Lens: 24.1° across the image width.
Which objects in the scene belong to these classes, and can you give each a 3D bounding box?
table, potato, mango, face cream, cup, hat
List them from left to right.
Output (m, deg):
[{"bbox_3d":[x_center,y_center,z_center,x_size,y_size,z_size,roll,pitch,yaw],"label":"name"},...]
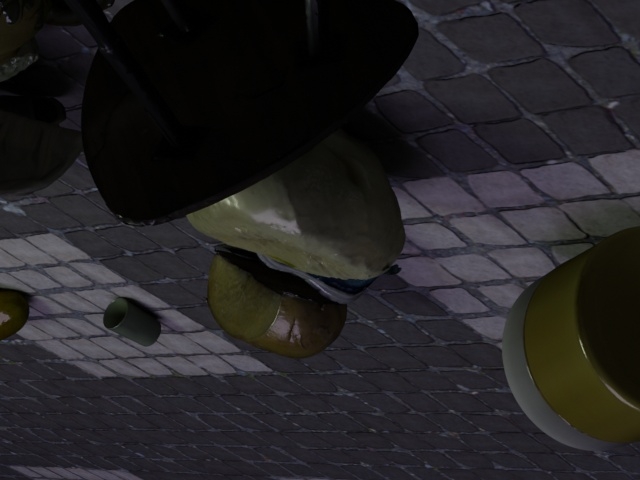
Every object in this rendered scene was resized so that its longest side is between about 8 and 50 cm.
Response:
[{"bbox_3d":[-0.395,-0.131,1.670,0.219,0.164,0.226,29,170,-30],"label":"hat"},{"bbox_3d":[-0.590,0.121,2.522,0.227,0.099,0.136,-1,146,20],"label":"mango"},{"bbox_3d":[-0.305,0.132,2.387,0.075,0.054,0.083,-5,151,41],"label":"cup"},{"bbox_3d":[-0.096,-0.228,1.237,0.317,0.317,0.249,6,141,25],"label":"table"},{"bbox_3d":[-0.051,0.093,1.979,0.138,0.098,0.243,12,-171,-29],"label":"potato"},{"bbox_3d":[0.337,0.111,1.663,0.218,0.218,0.179,22,156,-12],"label":"face cream"}]

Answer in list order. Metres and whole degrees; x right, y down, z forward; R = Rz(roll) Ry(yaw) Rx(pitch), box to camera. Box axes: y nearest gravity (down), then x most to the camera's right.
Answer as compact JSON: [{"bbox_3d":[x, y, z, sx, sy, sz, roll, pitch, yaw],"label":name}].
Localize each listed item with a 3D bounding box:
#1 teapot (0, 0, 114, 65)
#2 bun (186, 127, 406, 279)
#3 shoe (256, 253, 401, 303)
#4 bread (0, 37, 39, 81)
[{"bbox_3d":[-0.323,-0.262,1.390,0.269,0.173,0.183,-3,128,-13],"label":"teapot"},{"bbox_3d":[-0.033,-0.060,1.624,0.259,0.160,0.259,16,174,2],"label":"bun"},{"bbox_3d":[0.000,0.000,1.836,0.207,0.091,0.106,30,142,-29],"label":"shoe"},{"bbox_3d":[-0.395,-0.209,1.521,0.232,0.172,0.064,28,129,-29],"label":"bread"}]
